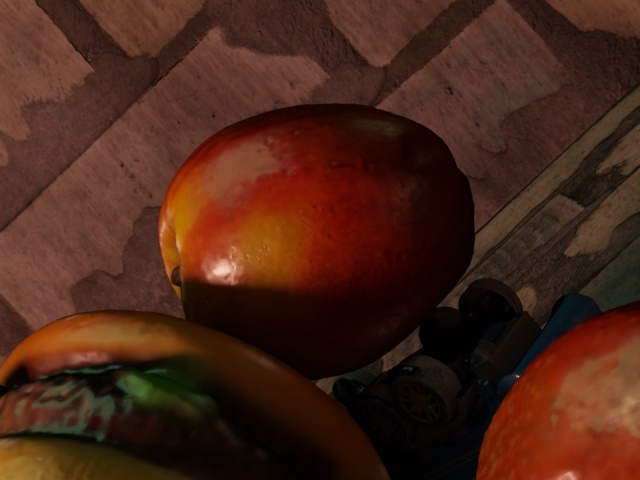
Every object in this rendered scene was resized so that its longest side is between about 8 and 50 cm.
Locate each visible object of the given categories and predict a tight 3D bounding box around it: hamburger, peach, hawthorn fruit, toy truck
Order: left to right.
[{"bbox_3d":[-0.120,0.250,1.061,0.396,0.396,0.277,-40,17,44],"label":"hamburger"},{"bbox_3d":[0.000,0.000,1.143,0.281,0.238,0.281,-13,-38,-11],"label":"peach"},{"bbox_3d":[0.109,0.166,1.163,0.146,0.175,0.367,-44,4,-40],"label":"toy truck"},{"bbox_3d":[0.199,0.112,0.602,0.253,0.205,0.205,-34,9,41],"label":"hawthorn fruit"}]
